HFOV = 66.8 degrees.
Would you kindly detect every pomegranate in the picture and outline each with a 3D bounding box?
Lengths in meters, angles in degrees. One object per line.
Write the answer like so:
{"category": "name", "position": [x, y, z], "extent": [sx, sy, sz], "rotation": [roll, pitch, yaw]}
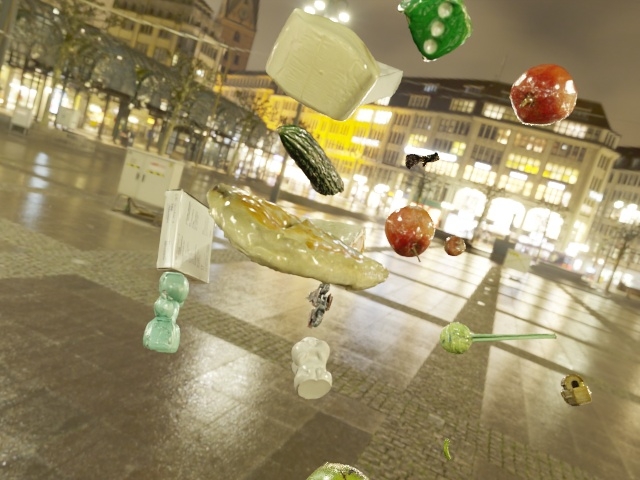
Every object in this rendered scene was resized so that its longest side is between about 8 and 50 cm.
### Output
{"category": "pomegranate", "position": [0.070, 0.863, 1.527], "extent": [0.260, 0.261, 0.340], "rotation": [13, 20, -37]}

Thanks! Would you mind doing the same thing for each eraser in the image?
{"category": "eraser", "position": [0.076, -0.580, 1.683], "extent": [0.213, 0.082, 0.397], "rotation": [-23, 42, -23]}

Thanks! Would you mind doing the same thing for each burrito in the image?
{"category": "burrito", "position": [0.001, 0.004, 1.574], "extent": [0.299, 0.143, 0.105], "rotation": [8, 24, 33]}

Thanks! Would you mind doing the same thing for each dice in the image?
{"category": "dice", "position": [0.244, -0.470, 1.028], "extent": [0.128, 0.120, 0.131], "rotation": [52, 26, -27]}

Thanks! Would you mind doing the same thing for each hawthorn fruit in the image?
{"category": "hawthorn fruit", "position": [0.399, -0.029, 2.239], "extent": [0.231, 0.263, 0.235], "rotation": [27, -14, 12]}
{"category": "hawthorn fruit", "position": [0.722, -0.471, 1.591], "extent": [0.205, 0.205, 0.253], "rotation": [21, 36, 34]}

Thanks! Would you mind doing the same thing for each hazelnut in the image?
{"category": "hazelnut", "position": [0.518, 0.023, 1.876], "extent": [0.086, 0.086, 0.086], "rotation": [17, 6, -2]}

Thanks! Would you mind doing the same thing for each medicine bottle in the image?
{"category": "medicine bottle", "position": [-0.326, -0.005, 1.206], "extent": [0.052, 0.201, 0.171], "rotation": [-4, -18, 18]}

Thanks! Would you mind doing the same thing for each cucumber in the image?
{"category": "cucumber", "position": [-0.021, -0.192, 1.145], "extent": [0.077, 0.077, 0.265], "rotation": [21, -17, 33]}

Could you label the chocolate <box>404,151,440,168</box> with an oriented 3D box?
{"category": "chocolate", "position": [0.406, -0.316, 1.910], "extent": [0.147, 0.070, 0.072], "rotation": [8, 31, 43]}

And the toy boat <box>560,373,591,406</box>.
{"category": "toy boat", "position": [0.740, 0.434, 1.410], "extent": [0.068, 0.088, 0.226], "rotation": [-19, -24, 15]}

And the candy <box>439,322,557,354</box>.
{"category": "candy", "position": [0.532, 0.294, 1.467], "extent": [0.335, 0.093, 0.092], "rotation": [-4, -40, 17]}

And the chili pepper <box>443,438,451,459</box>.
{"category": "chili pepper", "position": [0.367, 0.606, 1.397], "extent": [0.017, 0.083, 0.030], "rotation": [10, 29, 40]}

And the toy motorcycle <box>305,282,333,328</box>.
{"category": "toy motorcycle", "position": [-0.010, 0.256, 1.913], "extent": [0.084, 0.213, 0.118], "rotation": [30, -41, -19]}

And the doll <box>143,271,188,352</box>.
{"category": "doll", "position": [-0.298, 0.141, 0.953], "extent": [0.059, 0.159, 0.159], "rotation": [7, -10, -7]}

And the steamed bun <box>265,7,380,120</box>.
{"category": "steamed bun", "position": [0.012, -0.421, 1.156], "extent": [0.250, 0.200, 0.155], "rotation": [33, 36, -5]}

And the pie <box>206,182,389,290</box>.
{"category": "pie", "position": [-0.044, 0.001, 0.836], "extent": [0.339, 0.077, 0.339], "rotation": [28, 6, -3]}

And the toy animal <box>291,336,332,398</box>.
{"category": "toy animal", "position": [-0.031, 0.429, 1.619], "extent": [0.127, 0.179, 0.193], "rotation": [-3, 31, -8]}
